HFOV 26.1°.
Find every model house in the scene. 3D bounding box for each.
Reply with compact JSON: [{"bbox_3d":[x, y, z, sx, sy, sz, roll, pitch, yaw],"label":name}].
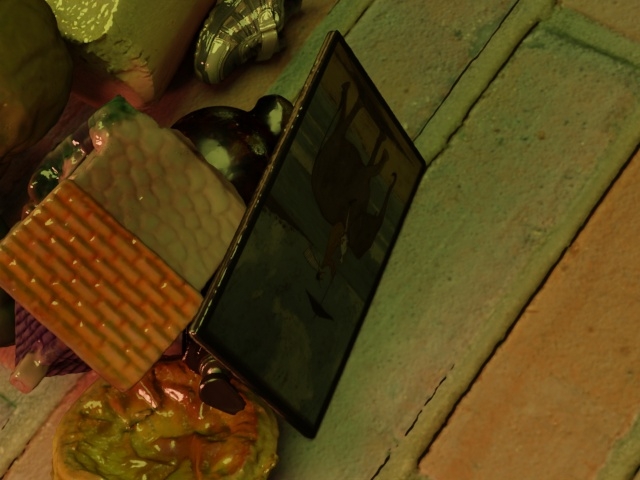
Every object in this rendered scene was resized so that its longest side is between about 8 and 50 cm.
[{"bbox_3d":[-0.239,0.025,1.399,0.237,0.202,0.237,-29,21,44],"label":"model house"}]

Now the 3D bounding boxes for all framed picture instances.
[{"bbox_3d":[0.000,0.000,1.406,0.016,0.265,0.347,12,67,32],"label":"framed picture"}]

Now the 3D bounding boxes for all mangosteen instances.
[{"bbox_3d":[-0.094,-0.080,1.526,0.172,0.172,0.184,37,77,26],"label":"mangosteen"}]

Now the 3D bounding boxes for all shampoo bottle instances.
[{"bbox_3d":[-0.108,0.095,1.431,0.068,0.067,0.236,18,24,-12],"label":"shampoo bottle"}]

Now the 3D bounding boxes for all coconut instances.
[{"bbox_3d":[-0.238,-0.296,1.625,0.233,0.233,0.245,17,70,21],"label":"coconut"}]

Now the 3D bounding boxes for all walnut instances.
[{"bbox_3d":[-0.416,-0.165,1.453,0.253,0.282,0.277,47,39,-5],"label":"walnut"}]

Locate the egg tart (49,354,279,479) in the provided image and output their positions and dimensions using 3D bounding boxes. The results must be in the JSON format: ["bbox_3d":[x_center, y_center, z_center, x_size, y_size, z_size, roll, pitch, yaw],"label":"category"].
[{"bbox_3d":[-0.157,0.220,1.411,0.241,0.106,0.241,-3,43,3],"label":"egg tart"}]

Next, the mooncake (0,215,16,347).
[{"bbox_3d":[-0.368,0.039,1.530,0.104,0.175,0.168,-10,100,11],"label":"mooncake"}]

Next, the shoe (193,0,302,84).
[{"bbox_3d":[-0.079,-0.254,1.652,0.092,0.089,0.180,25,75,11],"label":"shoe"}]
